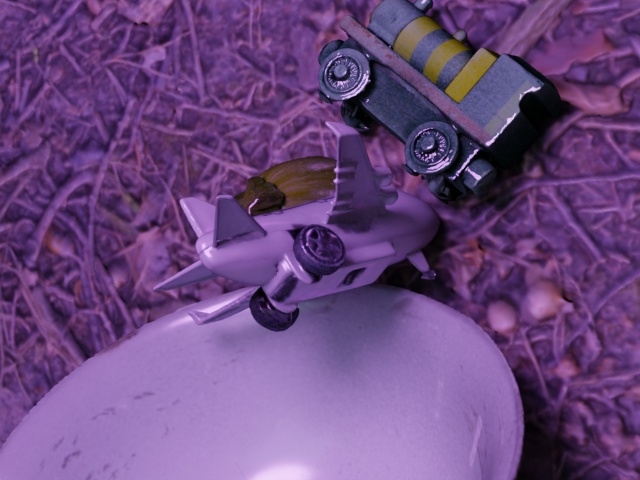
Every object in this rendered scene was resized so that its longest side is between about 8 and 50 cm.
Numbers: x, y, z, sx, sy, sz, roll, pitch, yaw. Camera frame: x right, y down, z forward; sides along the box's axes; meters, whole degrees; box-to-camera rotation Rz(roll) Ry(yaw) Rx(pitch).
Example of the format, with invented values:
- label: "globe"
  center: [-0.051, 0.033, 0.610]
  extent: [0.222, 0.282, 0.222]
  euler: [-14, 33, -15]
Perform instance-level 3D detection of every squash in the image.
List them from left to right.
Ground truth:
- label: "squash"
  center: [-0.034, -0.029, 1.289]
  extent: [0.105, 0.132, 0.105]
  euler: [-3, 84, 30]

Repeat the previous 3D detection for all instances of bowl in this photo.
- label: "bowl"
  center: [-0.037, 0.238, 1.182]
  extent: [0.435, 0.435, 0.196]
  euler: [3, 128, 29]

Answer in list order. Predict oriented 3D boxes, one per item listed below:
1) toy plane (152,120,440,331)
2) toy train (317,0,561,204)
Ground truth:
- label: "toy plane"
  center: [0.002, 0.004, 1.206]
  extent: [0.251, 0.255, 0.101]
  euler: [-51, 54, 42]
- label: "toy train"
  center: [0.090, -0.125, 1.269]
  extent: [0.132, 0.083, 0.200]
  euler: [-48, 64, 3]
